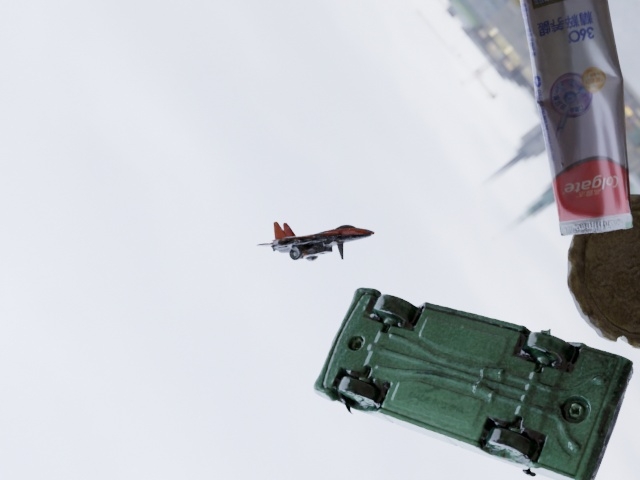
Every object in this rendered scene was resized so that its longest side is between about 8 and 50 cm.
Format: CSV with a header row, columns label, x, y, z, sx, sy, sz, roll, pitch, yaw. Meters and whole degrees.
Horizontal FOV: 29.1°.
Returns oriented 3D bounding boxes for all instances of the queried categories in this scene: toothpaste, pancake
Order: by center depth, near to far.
label,x,y,z,sx,sy,sz,roll,pitch,yaw
toothpaste,0.201,-0.153,0.994,0.048,0.075,0.300,-21,-79,-63
pancake,0.390,0.040,1.506,0.199,0.199,0.021,51,166,1

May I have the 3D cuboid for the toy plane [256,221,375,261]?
label,x,y,z,sx,sy,sz,roll,pitch,yaw
toy plane,0.000,0.004,1.945,0.130,0.189,0.061,7,-94,-61

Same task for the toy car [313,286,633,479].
label,x,y,z,sx,sy,sz,roll,pitch,yaw
toy car,0.150,0.150,1.262,0.321,0.141,0.097,14,162,34
